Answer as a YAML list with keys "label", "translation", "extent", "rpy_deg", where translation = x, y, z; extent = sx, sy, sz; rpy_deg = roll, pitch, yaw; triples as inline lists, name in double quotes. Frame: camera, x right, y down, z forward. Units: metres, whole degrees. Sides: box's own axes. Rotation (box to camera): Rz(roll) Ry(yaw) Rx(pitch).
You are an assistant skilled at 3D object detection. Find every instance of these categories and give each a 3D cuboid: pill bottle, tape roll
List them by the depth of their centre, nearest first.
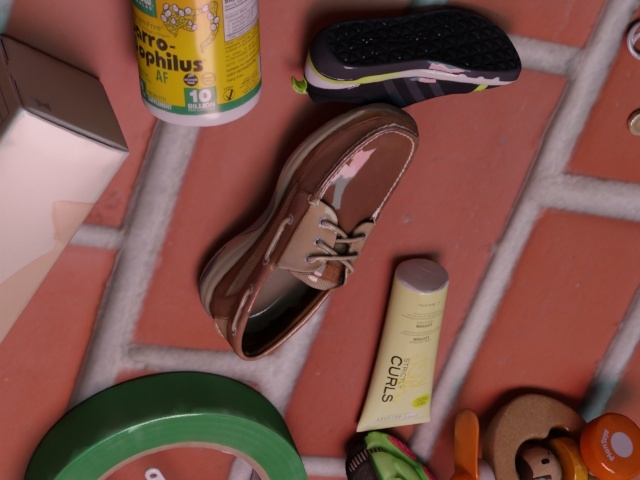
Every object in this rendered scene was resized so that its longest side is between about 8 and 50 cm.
- label: "pill bottle"
  translation: [-0.116, -0.220, 1.569]
  extent: [0.118, 0.117, 0.208]
  rpy_deg: [-10, 127, -13]
- label: "tape roll"
  translation: [-0.176, 0.298, 1.945]
  extent: [0.321, 0.077, 0.321]
  rpy_deg: [-10, 127, -14]

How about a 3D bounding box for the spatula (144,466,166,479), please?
- label: "spatula"
  translation: [-0.195, 0.348, 1.917]
  extent: [0.168, 0.019, 0.242]
  rpy_deg: [-23, 129, 4]

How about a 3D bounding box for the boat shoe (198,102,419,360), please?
- label: "boat shoe"
  translation: [0.000, 0.000, 1.744]
  extent: [0.123, 0.116, 0.324]
  rpy_deg: [16, 125, -34]

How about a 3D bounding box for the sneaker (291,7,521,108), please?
- label: "sneaker"
  translation: [0.084, -0.175, 1.715]
  extent: [0.235, 0.084, 0.097]
  rpy_deg: [0, 149, -19]

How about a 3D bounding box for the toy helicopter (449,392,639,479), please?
- label: "toy helicopter"
  translation: [0.239, 0.341, 1.975]
  extent: [0.235, 0.355, 0.140]
  rpy_deg: [22, 148, -21]

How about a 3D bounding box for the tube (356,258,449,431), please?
- label: "tube"
  translation: [0.101, 0.129, 1.937]
  extent: [0.070, 0.062, 0.240]
  rpy_deg: [22, 131, 15]

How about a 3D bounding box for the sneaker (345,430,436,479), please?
- label: "sneaker"
  translation: [0.074, 0.455, 2.077]
  extent: [0.202, 0.185, 0.483]
  rpy_deg: [-6, 117, 0]

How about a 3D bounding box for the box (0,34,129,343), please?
- label: "box"
  translation: [-0.323, -0.022, 1.621]
  extent: [0.121, 0.148, 0.311]
  rpy_deg: [24, 115, -33]

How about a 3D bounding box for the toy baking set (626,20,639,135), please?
- label: "toy baking set"
  translation: [0.424, -0.192, 1.836]
  extent: [0.197, 0.030, 0.256]
  rpy_deg: [-17, 128, -8]
